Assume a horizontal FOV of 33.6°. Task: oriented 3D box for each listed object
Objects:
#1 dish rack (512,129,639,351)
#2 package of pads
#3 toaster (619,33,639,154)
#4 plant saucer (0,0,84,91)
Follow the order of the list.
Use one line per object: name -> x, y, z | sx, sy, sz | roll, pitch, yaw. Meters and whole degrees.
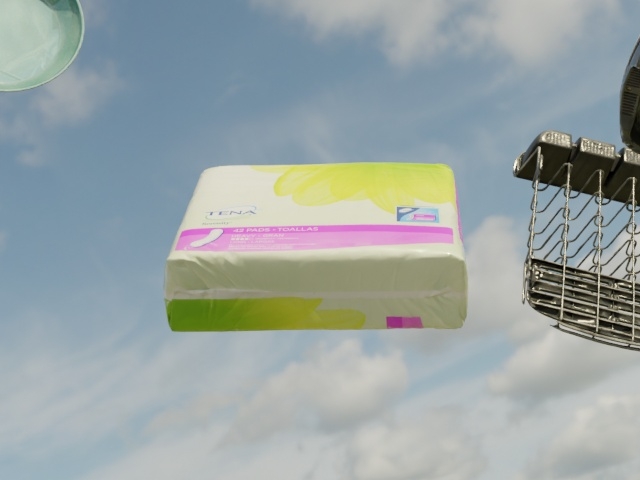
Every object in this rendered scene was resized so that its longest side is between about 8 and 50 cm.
dish rack -> 0.309, 0.004, 1.138 | 0.208, 0.272, 0.074 | 13, -37, 0
package of pads -> 0.000, 0.000, 1.110 | 0.296, 0.229, 0.101 | 0, -63, 4
toaster -> 0.326, -0.152, 0.863 | 0.129, 0.147, 0.227 | 20, -18, 17
plant saucer -> -0.230, -0.154, 0.756 | 0.119, 0.119, 0.021 | -7, -18, -23
